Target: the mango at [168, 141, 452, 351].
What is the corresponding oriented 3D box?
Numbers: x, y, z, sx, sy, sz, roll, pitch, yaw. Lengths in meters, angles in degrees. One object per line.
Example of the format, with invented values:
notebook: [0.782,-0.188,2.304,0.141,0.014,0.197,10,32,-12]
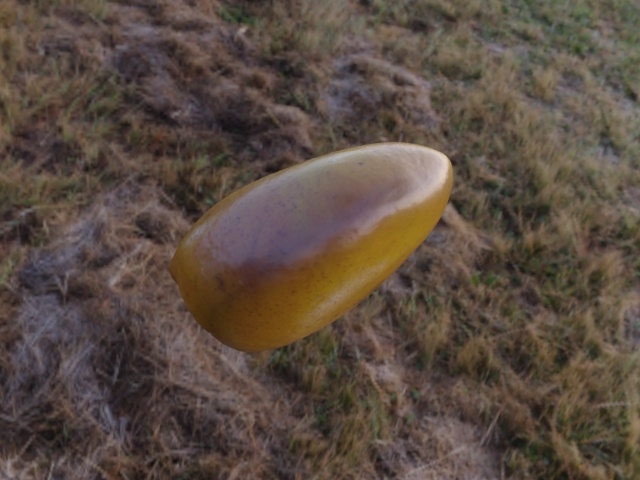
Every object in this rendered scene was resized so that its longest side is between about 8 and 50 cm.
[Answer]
mango: [0.000,0.000,0.991,0.350,0.201,0.199,-29,14,9]
